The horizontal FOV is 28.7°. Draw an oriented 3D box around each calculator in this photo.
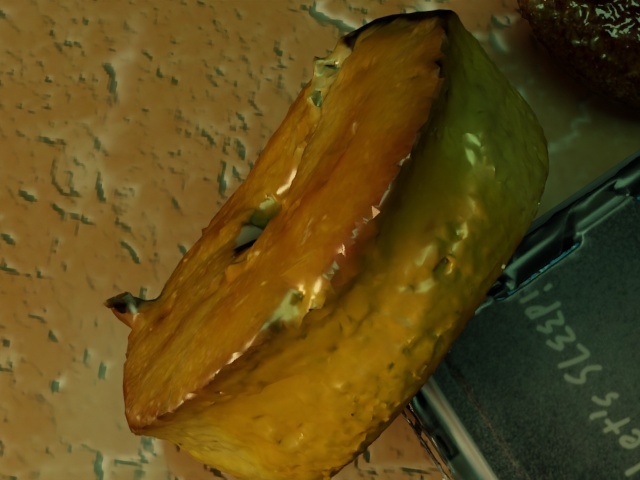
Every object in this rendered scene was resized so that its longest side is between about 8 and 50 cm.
[{"bbox_3d":[0.174,0.046,0.649,0.274,0.028,0.166,-33,91,-12],"label":"calculator"}]

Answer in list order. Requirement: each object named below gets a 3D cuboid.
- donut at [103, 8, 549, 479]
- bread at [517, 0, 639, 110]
[{"bbox_3d":[-0.001,0.000,0.575,0.118,0.253,0.253,38,72,-8],"label":"donut"},{"bbox_3d":[0.200,-0.159,0.706,0.193,0.064,0.193,1,86,-7],"label":"bread"}]
